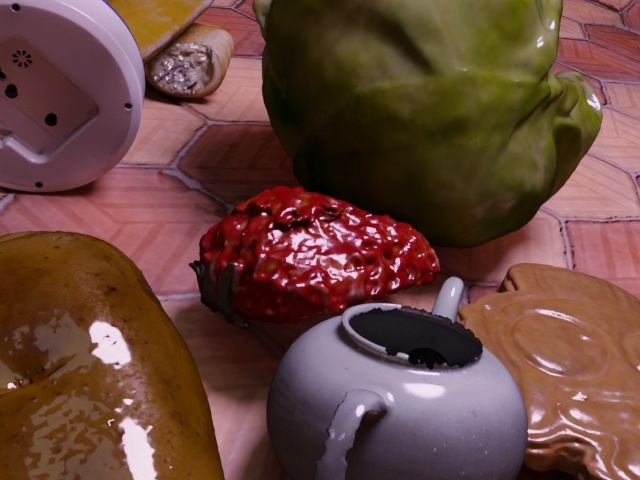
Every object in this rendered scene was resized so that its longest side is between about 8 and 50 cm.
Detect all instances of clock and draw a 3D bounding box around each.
[{"bbox_3d":[-0.305,-0.162,0.785,0.230,0.230,0.083,4,37,-12],"label":"clock"}]

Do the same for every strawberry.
[{"bbox_3d":[0.000,0.000,0.689,0.236,0.111,0.190,-11,7,-27],"label":"strawberry"}]

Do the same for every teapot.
[{"bbox_3d":[0.057,0.120,0.551,0.193,0.130,0.294,15,16,20],"label":"teapot"}]

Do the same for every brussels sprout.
[{"bbox_3d":[0.105,-0.173,0.849,0.342,0.425,0.361,-14,37,47],"label":"brussels sprout"}]

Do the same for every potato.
[{"bbox_3d":[-0.175,0.124,0.479,0.195,0.176,0.369,19,26,-45],"label":"potato"}]

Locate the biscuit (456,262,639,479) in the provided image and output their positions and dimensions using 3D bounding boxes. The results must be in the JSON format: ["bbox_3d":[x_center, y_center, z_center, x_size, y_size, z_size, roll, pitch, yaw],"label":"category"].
[{"bbox_3d":[0.259,0.126,0.689,0.269,0.051,0.376,11,30,-2],"label":"biscuit"}]

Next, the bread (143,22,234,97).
[{"bbox_3d":[-0.193,-0.274,1.117,0.119,0.084,0.177,7,34,3],"label":"bread"}]

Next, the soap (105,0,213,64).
[{"bbox_3d":[-0.329,-0.317,1.004,0.293,0.156,0.335,-11,30,17],"label":"soap"}]
